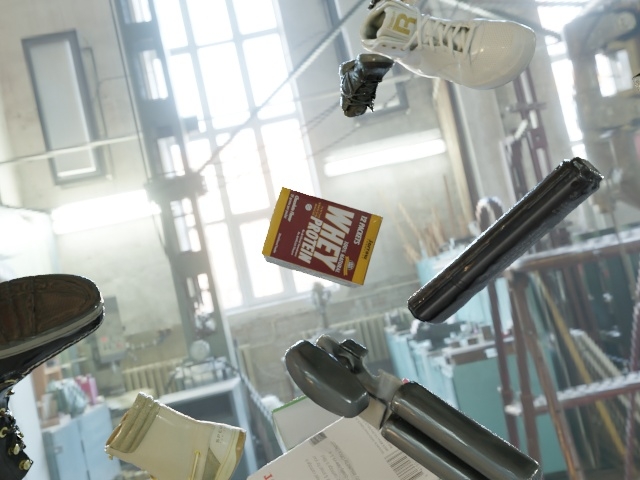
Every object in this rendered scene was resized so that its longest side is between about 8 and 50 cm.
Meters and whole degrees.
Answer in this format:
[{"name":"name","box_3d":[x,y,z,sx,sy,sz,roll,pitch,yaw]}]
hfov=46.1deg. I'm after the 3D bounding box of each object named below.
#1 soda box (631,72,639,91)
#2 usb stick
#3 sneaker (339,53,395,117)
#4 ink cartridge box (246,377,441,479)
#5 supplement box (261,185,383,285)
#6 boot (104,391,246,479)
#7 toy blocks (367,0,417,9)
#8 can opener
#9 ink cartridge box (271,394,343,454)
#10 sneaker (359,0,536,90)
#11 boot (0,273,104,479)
[{"name":"soda box","box_3d":[0.417,-0.169,0.858,0.053,0.060,0.169,-35,-19,35]},{"name":"usb stick","box_3d":[0.215,0.006,0.902,0.278,0.045,0.077,-45,-33,25]},{"name":"sneaker","box_3d":[0.105,-0.344,1.665,0.087,0.130,0.227,-2,1,-21]},{"name":"ink cartridge box","box_3d":[0.065,0.347,1.035,0.283,0.117,0.207,-30,28,-10]},{"name":"supplement box","box_3d":[0.000,0.000,1.408,0.191,0.129,0.194,17,-6,0]},{"name":"boot","box_3d":[-0.260,0.377,1.232,0.203,0.262,0.095,24,27,-10]},{"name":"toy blocks","box_3d":[0.132,-0.575,1.247,0.260,0.309,0.288,-43,6,-5]},{"name":"can opener","box_3d":[0.085,0.191,0.770,0.280,0.074,0.093,28,35,25]},{"name":"ink cartridge box","box_3d":[-0.013,0.371,1.521,0.154,0.093,0.212,-23,-22,-11]},{"name":"sneaker","box_3d":[0.178,-0.310,1.174,0.169,0.108,0.292,13,3,-34]},{"name":"boot","box_3d":[-0.291,0.139,0.685,0.236,0.178,0.085,-24,43,-13]}]
